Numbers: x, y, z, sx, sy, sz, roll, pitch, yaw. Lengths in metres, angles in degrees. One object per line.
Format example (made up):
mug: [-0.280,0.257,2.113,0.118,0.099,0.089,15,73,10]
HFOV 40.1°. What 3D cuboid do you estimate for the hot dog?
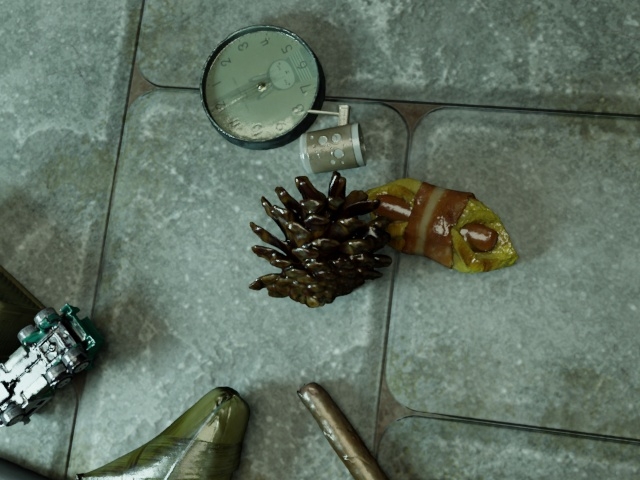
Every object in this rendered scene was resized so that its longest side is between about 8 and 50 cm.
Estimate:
hot dog: [0.183,-0.025,1.361,0.261,0.093,0.123,15,82,12]

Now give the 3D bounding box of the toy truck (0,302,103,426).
toy truck: [-0.443,0.205,1.423,0.216,0.116,0.110,-42,74,8]

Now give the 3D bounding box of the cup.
cup: [0.017,-0.160,1.416,0.099,0.074,0.102,-9,114,10]

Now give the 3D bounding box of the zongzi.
zongzi: [-0.240,0.313,1.365,0.242,0.112,0.221,17,85,14]

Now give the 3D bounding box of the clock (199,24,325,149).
clock: [-0.100,-0.260,1.481,0.215,0.042,0.215,-2,80,10]

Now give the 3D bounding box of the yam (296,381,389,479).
yam: [0.052,0.327,1.344,0.046,0.046,0.264,-37,77,2]

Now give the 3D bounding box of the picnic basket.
picnic basket: [-0.602,0.093,1.442,0.266,0.165,0.139,38,90,15]

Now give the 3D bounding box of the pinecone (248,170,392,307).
pinecone: [-0.001,-0.003,1.333,0.229,0.202,0.201,-12,93,18]

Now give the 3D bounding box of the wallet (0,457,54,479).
wallet: [-0.604,0.446,1.429,0.406,0.062,0.228,18,83,13]
